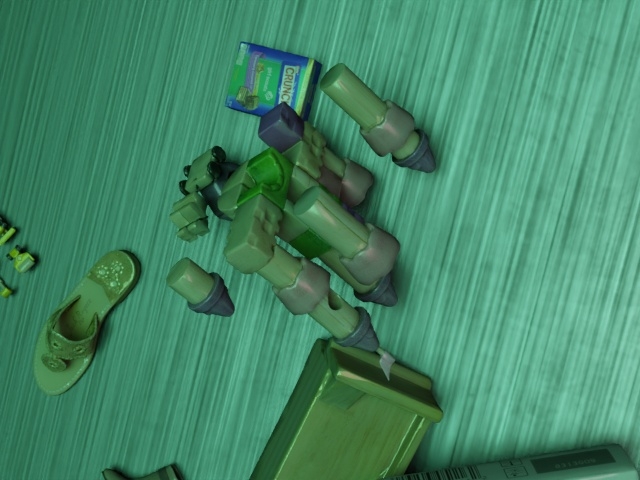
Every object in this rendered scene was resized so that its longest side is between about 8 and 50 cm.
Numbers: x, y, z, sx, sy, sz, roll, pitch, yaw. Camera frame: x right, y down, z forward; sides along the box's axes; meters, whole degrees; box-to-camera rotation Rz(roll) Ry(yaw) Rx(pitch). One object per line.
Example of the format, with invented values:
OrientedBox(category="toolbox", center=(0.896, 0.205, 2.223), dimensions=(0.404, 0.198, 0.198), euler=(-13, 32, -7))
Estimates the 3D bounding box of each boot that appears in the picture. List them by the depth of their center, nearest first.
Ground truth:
OrientedBox(category="boot", center=(-0.234, 0.337, 1.727), dimensions=(0.087, 0.042, 0.118), euler=(-41, 81, 6))

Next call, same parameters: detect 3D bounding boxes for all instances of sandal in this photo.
OrientedBox(category="sandal", center=(-0.341, 0.113, 1.731), dimensions=(0.088, 0.079, 0.240), euler=(38, 100, 12))

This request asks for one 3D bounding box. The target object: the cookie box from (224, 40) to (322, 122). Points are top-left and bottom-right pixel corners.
OrientedBox(category="cookie box", center=(-0.063, -0.206, 1.667), dimensions=(0.107, 0.040, 0.092), euler=(15, 94, 14))

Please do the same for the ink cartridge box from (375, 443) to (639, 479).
OrientedBox(category="ink cartridge box", center=(0.242, 0.457, 1.541), dimensions=(0.308, 0.091, 0.385), euler=(-8, 105, -2))

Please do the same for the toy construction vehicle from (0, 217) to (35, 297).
OrientedBox(category="toy construction vehicle", center=(-0.455, 0.021, 1.790), dimensions=(0.098, 0.035, 0.086), euler=(41, 90, 9))

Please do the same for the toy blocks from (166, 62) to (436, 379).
OrientedBox(category="toy blocks", center=(0.000, 0.000, 1.557), dimensions=(0.309, 0.288, 0.260), euler=(-29, 124, 34))

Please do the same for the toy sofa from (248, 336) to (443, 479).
OrientedBox(category="toy sofa", center=(0.004, 0.313, 1.617), dimensions=(0.150, 0.177, 0.362), euler=(25, 98, -11))
